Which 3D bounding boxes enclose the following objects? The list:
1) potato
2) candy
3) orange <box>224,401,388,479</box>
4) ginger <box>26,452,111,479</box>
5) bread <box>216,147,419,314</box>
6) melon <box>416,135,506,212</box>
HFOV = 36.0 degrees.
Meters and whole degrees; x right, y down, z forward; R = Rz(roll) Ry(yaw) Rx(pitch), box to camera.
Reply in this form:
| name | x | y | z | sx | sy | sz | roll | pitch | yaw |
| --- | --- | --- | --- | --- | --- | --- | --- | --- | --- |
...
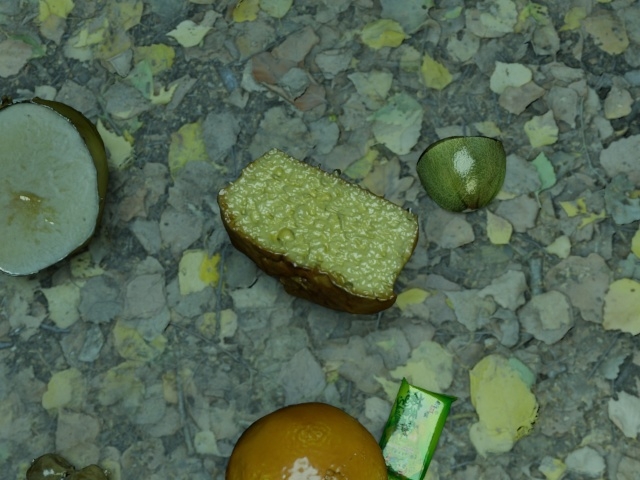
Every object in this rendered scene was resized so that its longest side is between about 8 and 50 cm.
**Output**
| name | x | y | z | sx | sy | sz | roll | pitch | yaw |
| --- | --- | --- | --- | --- | --- | --- | --- | --- | --- |
| potato | -0.483 | -0.098 | 1.710 | 0.246 | 0.196 | 0.299 | 17 | 101 | -4 |
| candy | 0.146 | 0.316 | 1.587 | 0.102 | 0.032 | 0.178 | 20 | 74 | 11 |
| orange | -0.020 | 0.363 | 1.478 | 0.246 | 0.246 | 0.246 | -1 | 71 | 4 |
| ginger | -0.379 | 0.405 | 1.572 | 0.204 | 0.080 | 0.104 | 32 | 82 | 12 |
| bread | 0.000 | 0.000 | 1.634 | 0.340 | 0.179 | 0.194 | 26 | 73 | 15 |
| melon | 0.252 | -0.118 | 1.705 | 0.160 | 0.079 | 0.128 | -9 | 69 | 1 |
